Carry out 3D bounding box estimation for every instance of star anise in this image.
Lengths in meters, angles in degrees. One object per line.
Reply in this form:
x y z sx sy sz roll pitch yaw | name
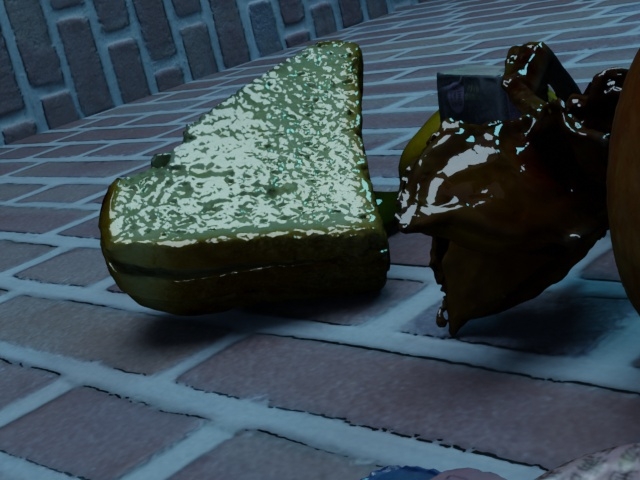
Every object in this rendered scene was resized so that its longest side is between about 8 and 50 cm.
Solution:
0.165 -0.056 0.782 0.237 0.148 0.346 -58 -6 35 | star anise

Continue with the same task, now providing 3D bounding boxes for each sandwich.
-0.070 -0.066 0.967 0.254 0.099 0.288 -5 49 4 | sandwich

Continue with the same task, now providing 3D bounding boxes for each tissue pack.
0.162 -0.085 0.980 0.051 0.156 0.112 -16 16 -22 | tissue pack

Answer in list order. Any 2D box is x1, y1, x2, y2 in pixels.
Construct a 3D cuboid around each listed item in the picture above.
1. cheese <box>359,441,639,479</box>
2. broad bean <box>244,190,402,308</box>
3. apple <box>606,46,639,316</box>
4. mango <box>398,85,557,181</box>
0.104 0.136 0.437 0.286 0.074 0.189 -3 19 44 | cheese
-0.003 -0.001 1.030 0.254 0.046 0.065 -28 38 -36 | broad bean
0.296 -0.051 0.558 0.301 0.301 0.301 -13 16 4 | apple
0.173 -0.101 1.098 0.195 0.137 0.098 -32 53 -7 | mango
